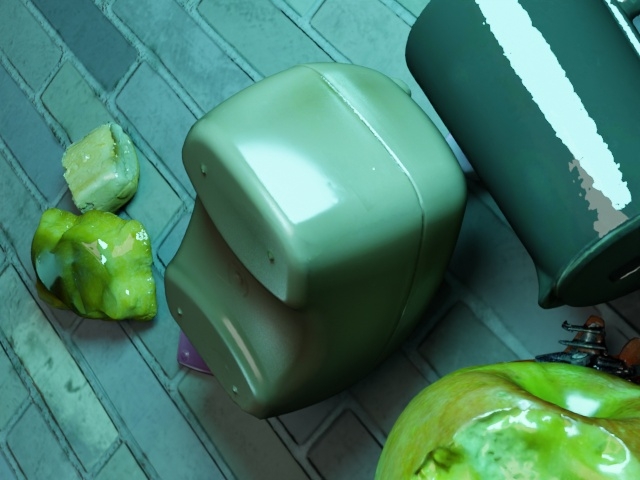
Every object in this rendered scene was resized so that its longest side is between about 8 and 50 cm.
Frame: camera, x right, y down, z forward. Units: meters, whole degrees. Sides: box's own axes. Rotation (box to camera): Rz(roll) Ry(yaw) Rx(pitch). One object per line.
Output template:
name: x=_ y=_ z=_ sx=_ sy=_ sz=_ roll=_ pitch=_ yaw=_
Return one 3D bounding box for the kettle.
kettle: x=0.264 y=-0.119 z=1.015 sx=0.262 sy=0.203 sz=0.308 roll=-22 pitch=63 yaw=-9

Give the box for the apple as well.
apple: x=0.207 y=0.273 z=0.962 sx=0.339 sy=0.339 sz=0.340 roll=-8 pitch=75 yaw=33

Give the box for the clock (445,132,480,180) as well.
clock: x=0.269 y=-0.127 z=1.168 sx=0.248 sy=0.090 sz=0.228 roll=27 pitch=94 yaw=37

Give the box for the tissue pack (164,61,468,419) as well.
tissue pack: x=0.000 y=0.000 z=1.158 sx=0.267 sy=0.276 sz=0.387 roll=53 pitch=150 yaw=26

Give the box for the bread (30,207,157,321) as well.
bread: x=-0.336 y=0.040 z=1.518 sx=0.233 sy=0.088 sz=0.161 roll=2 pitch=112 yaw=33

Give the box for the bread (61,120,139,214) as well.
bread: x=-0.323 y=-0.100 z=1.572 sx=0.106 sy=0.082 sz=0.125 roll=-27 pitch=55 yaw=16

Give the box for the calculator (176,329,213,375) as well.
calculator: x=-0.135 y=0.089 z=1.428 sx=0.126 sy=0.034 sz=0.191 roll=8 pitch=85 yaw=34

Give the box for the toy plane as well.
toy plane: x=0.263 y=0.142 z=1.126 sx=0.189 sy=0.061 sz=0.130 roll=-5 pitch=106 yaw=37
